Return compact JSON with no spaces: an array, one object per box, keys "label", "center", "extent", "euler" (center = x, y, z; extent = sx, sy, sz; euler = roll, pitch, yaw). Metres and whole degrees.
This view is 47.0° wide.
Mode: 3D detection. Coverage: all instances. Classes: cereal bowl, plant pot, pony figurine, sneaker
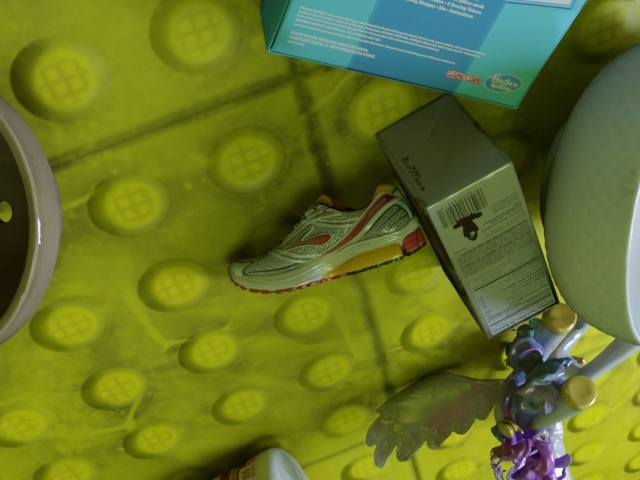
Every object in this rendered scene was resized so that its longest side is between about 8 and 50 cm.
[{"label":"cereal bowl","center":[0.344,-0.061,0.811],"extent":[0.339,0.141,0.338],"euler":[-21,120,-42]},{"label":"plant pot","center":[-0.303,-0.021,0.625],"extent":[0.237,0.237,0.110],"euler":[-44,170,17]},{"label":"pony figurine","center":[0.284,0.235,1.005],"extent":[0.351,0.303,0.363],"euler":[-31,154,-29]},{"label":"sneaker","center":[0.000,0.000,0.817],"extent":[0.225,0.092,0.088],"euler":[-18,179,15]}]

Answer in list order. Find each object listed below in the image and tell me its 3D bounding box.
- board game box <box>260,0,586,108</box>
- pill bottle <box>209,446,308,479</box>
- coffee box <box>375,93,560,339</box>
[{"label":"board game box","center":[0.124,-0.280,0.578],"extent":[0.254,0.079,0.336],"euler":[8,134,-21]},{"label":"pill bottle","center":[-0.155,0.442,1.074],"extent":[0.302,0.169,0.169],"euler":[-30,133,5]},{"label":"coffee box","center":[0.168,-0.020,0.823],"extent":[0.098,0.141,0.246],"euler":[-29,134,5]}]
